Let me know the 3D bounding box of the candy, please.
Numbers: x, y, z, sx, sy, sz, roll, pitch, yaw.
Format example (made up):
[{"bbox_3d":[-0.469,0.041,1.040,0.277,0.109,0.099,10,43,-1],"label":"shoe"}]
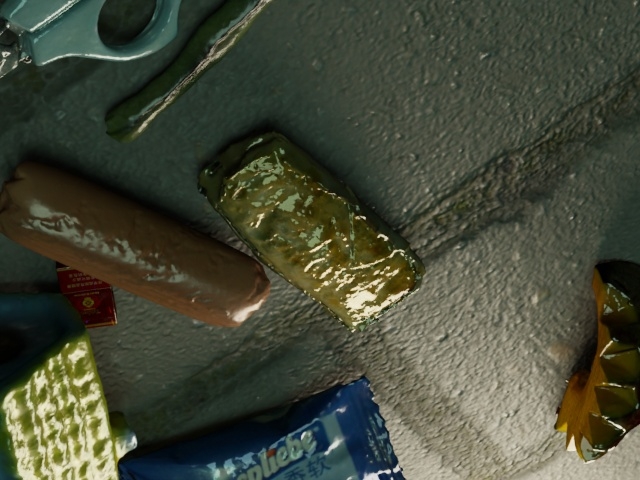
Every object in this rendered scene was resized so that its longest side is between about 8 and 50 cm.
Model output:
[{"bbox_3d":[-0.073,0.283,1.237,0.331,0.077,0.187,-22,118,0],"label":"candy"}]

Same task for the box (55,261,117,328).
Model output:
[{"bbox_3d":[-0.241,0.053,1.073,0.052,0.023,0.082,-7,124,-7],"label":"box"}]

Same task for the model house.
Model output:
[{"bbox_3d":[-0.340,0.198,1.032,0.303,0.215,0.237,-21,126,-27],"label":"model house"}]

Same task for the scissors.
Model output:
[{"bbox_3d":[-0.263,-0.157,0.849,0.360,0.029,0.191,-39,143,-8],"label":"scissors"}]

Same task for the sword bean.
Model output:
[{"bbox_3d":[-0.099,-0.184,0.943,0.269,0.038,0.043,-42,128,16],"label":"sword bean"}]

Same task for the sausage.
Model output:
[{"bbox_3d":[-0.180,0.009,1.022,0.289,0.086,0.086,25,114,-27],"label":"sausage"}]

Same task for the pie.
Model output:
[{"bbox_3d":[0.000,0.000,1.072,0.128,0.068,0.282,-39,127,14],"label":"pie"}]

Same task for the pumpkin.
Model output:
[{"bbox_3d":[0.378,0.160,1.228,0.149,0.130,0.254,-2,122,-12],"label":"pumpkin"}]
